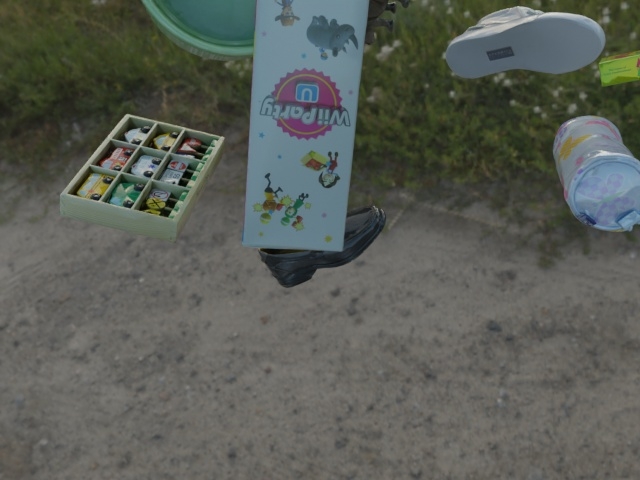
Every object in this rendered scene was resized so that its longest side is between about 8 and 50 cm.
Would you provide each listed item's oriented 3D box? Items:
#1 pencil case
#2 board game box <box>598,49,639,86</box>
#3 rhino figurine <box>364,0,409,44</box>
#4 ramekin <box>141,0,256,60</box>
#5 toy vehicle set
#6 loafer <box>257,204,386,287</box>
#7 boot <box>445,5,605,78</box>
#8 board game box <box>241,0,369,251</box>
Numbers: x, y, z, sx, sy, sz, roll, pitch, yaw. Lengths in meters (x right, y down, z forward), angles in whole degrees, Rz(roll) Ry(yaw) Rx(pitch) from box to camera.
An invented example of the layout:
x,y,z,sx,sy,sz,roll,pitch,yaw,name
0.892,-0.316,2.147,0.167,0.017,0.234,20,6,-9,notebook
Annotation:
x,y,z,sx,sy,sz,roll,pitch,yaw,name
0.427,-0.108,1.251,0.113,0.124,0.273,-53,6,23,pencil case
0.586,-0.313,1.431,0.181,0.043,0.092,-7,15,24,board game box
0.102,-0.467,1.662,0.106,0.243,0.073,11,68,-13,rhino figurine
-0.145,-0.424,1.261,0.303,0.303,0.148,-29,8,-11,ramekin
-0.255,-0.100,1.215,0.165,0.035,0.267,13,34,1,toy vehicle set
0.000,0.000,0.990,0.170,0.061,0.062,-30,36,23,loafer
0.318,-0.314,1.226,0.258,0.095,0.123,6,44,44,boot
-0.016,-0.171,0.772,0.097,0.304,0.224,3,21,-3,board game box
